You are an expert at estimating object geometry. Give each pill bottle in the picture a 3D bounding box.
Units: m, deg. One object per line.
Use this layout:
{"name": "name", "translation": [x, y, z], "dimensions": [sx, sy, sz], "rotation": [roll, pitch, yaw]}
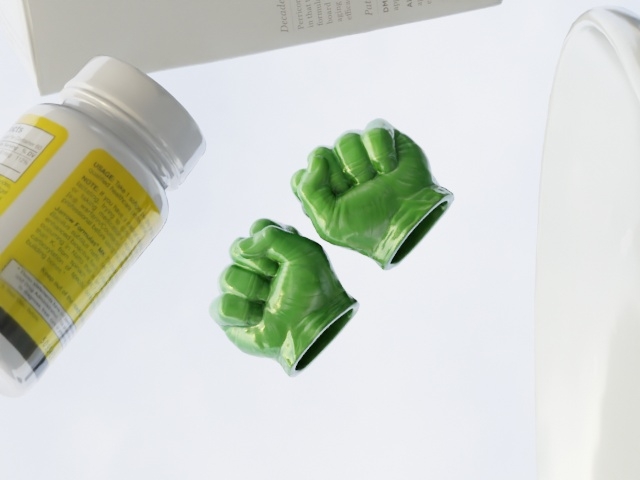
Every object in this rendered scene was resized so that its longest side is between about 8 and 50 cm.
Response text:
{"name": "pill bottle", "translation": [-0.174, -0.012, 1.175], "dimensions": [0.119, 0.119, 0.208], "rotation": [40, -109, -6]}

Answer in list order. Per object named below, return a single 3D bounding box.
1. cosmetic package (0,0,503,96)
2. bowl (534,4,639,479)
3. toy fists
{"name": "cosmetic package", "translation": [-0.070, -0.244, 1.466], "dimensions": [0.385, 0.217, 0.156], "rotation": [-13, -69, -10]}
{"name": "bowl", "translation": [0.132, 0.089, 0.422], "dimensions": [0.134, 0.298, 0.298], "rotation": [-4, -118, 1]}
{"name": "toy fists", "translation": [0.000, 0.000, 1.860], "dimensions": [0.142, 0.279, 0.096], "rotation": [42, -174, 15]}
